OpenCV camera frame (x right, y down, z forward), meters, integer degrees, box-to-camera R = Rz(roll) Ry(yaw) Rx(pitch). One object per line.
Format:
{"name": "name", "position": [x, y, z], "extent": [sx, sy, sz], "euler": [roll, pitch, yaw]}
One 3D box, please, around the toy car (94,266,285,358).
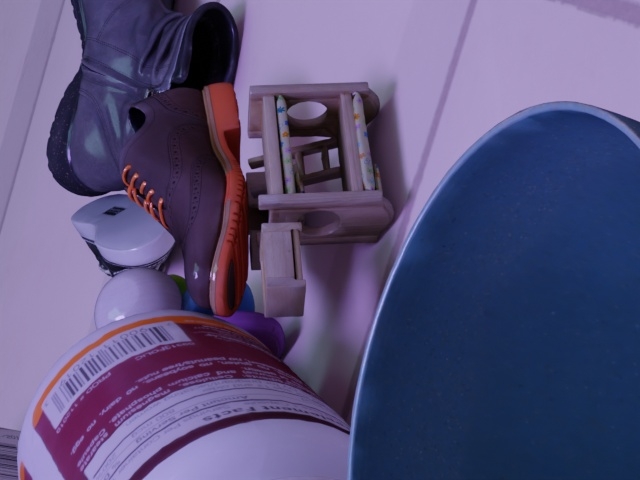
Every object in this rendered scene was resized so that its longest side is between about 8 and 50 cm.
{"name": "toy car", "position": [-0.092, 0.102, 1.553], "extent": [0.136, 0.159, 0.182], "euler": [-19, 54, 21]}

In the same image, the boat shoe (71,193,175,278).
{"name": "boat shoe", "position": [-0.173, 0.005, 1.830], "extent": [0.070, 0.077, 0.219], "euler": [65, 167, -16]}

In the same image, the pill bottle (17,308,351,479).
{"name": "pill bottle", "position": [-0.060, 0.199, 1.290], "extent": [0.392, 0.224, 0.224], "euler": [-143, 69, -67]}

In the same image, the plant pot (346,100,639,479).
{"name": "plant pot", "position": [0.166, 0.096, 0.925], "extent": [0.290, 0.195, 0.290], "euler": [-39, 45, 54]}

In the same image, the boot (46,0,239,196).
{"name": "boot", "position": [-0.148, -0.204, 1.854], "extent": [0.222, 0.118, 0.338], "euler": [-7, 77, 55]}

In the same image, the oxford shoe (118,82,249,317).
{"name": "oxford shoe", "position": [-0.107, -0.029, 1.524], "extent": [0.271, 0.098, 0.097], "euler": [-100, 9, -57]}

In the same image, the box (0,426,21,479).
{"name": "box", "position": [-0.366, 0.322, 2.009], "extent": [0.232, 0.126, 0.148], "euler": [-67, 27, 21]}

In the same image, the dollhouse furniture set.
{"name": "dollhouse furniture set", "position": [0.000, 0.000, 1.482], "extent": [0.161, 0.101, 0.182], "euler": [96, 170, -56]}
